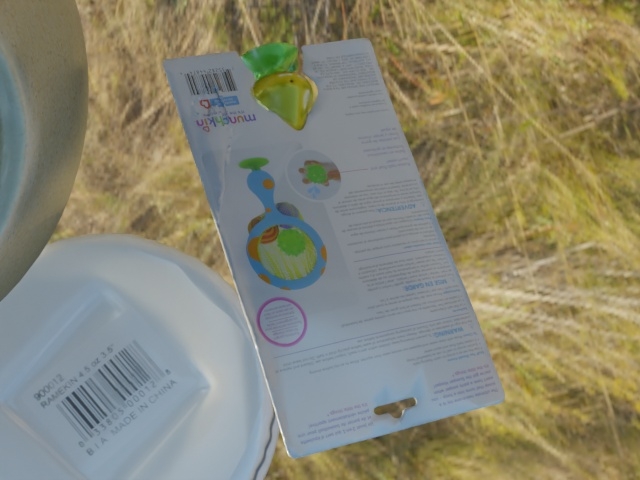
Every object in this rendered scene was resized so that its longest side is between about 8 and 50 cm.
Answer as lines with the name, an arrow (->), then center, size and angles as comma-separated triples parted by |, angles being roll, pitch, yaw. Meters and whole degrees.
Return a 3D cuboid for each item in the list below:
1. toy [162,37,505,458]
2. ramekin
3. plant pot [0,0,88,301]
toy -> 0.000, 0.000, 0.661 | 0.137, 0.237, 0.056 | -10, 164, -26
ramekin -> -0.164, 0.125, 0.901 | 0.277, 0.277, 0.135 | 2, 169, -6
plant pot -> -0.207, -0.053, 0.445 | 0.284, 0.191, 0.284 | -12, 112, -30
